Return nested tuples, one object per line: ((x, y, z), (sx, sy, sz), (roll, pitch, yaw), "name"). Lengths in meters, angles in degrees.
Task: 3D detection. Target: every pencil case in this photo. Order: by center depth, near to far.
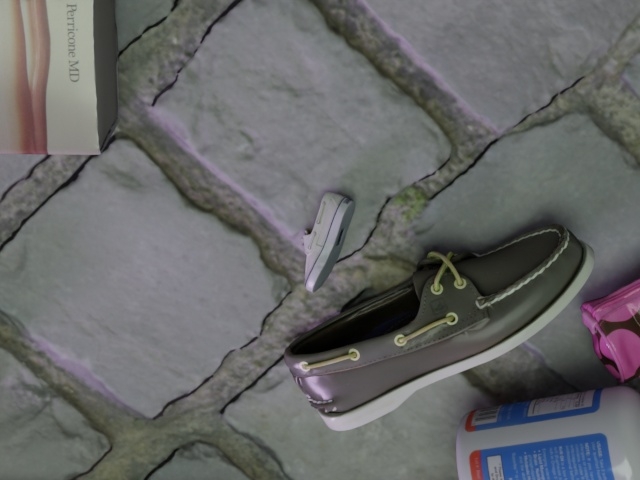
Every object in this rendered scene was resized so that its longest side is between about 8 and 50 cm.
((0.345, 0.049, 1.326), (0.209, 0.095, 0.098), (-32, 139, 11), "pencil case")

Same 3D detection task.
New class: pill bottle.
((0.250, 0.205, 1.341), (0.222, 0.124, 0.124), (-12, 111, 21), "pill bottle")

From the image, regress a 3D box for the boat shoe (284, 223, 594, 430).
((0.107, 0.068, 1.322), (0.305, 0.109, 0.091), (-32, 113, 15), "boat shoe")

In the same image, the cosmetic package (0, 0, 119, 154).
((-0.329, -0.159, 1.224), (0.296, 0.129, 0.153), (-1, 110, 0), "cosmetic package")

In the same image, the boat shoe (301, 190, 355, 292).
((0.000, 0.000, 1.339), (0.035, 0.035, 0.100), (28, 115, 19), "boat shoe")
